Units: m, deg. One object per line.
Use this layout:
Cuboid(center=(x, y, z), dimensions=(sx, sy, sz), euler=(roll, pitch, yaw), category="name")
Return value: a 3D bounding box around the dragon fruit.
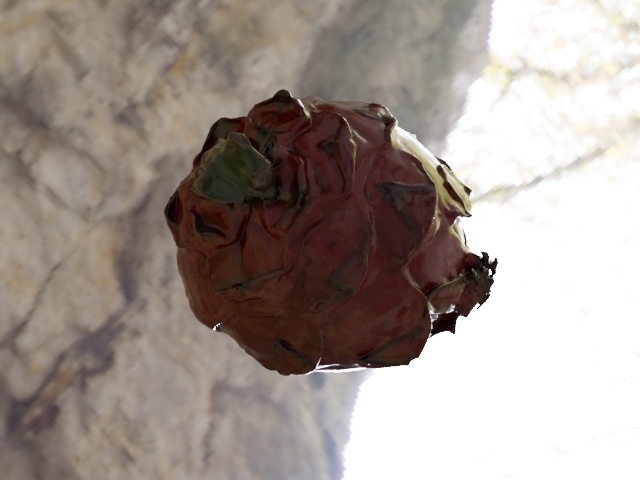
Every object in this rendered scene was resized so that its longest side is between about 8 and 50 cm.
Cuboid(center=(0.000, 0.000, 1.017), dimensions=(0.209, 0.172, 0.172), euler=(30, -144, -23), category="dragon fruit")
